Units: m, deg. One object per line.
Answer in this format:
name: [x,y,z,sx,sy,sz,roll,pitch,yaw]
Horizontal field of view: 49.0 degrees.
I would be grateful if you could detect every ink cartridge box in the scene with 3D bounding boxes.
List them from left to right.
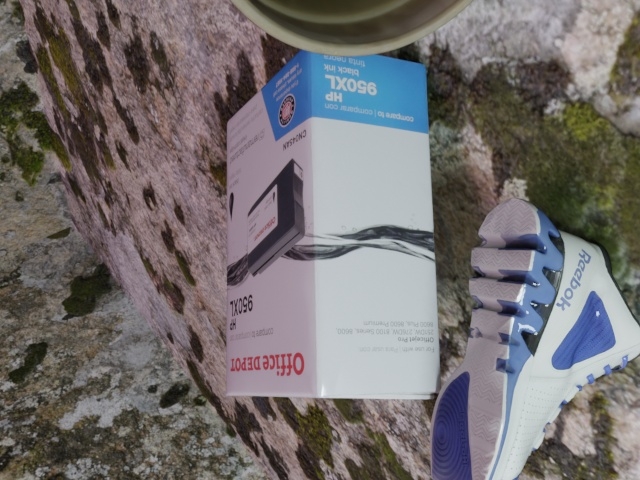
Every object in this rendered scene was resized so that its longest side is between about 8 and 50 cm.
ink cartridge box: [0.000,0.000,0.887,0.285,0.166,0.395,-22,66,61]

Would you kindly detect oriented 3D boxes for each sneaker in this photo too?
sneaker: [0.240,0.129,0.728,0.127,0.182,0.316,-166,90,-72]

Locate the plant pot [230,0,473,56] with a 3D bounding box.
plant pot: [-0.001,-0.374,0.641,0.280,0.323,0.323,-123,24,-47]
